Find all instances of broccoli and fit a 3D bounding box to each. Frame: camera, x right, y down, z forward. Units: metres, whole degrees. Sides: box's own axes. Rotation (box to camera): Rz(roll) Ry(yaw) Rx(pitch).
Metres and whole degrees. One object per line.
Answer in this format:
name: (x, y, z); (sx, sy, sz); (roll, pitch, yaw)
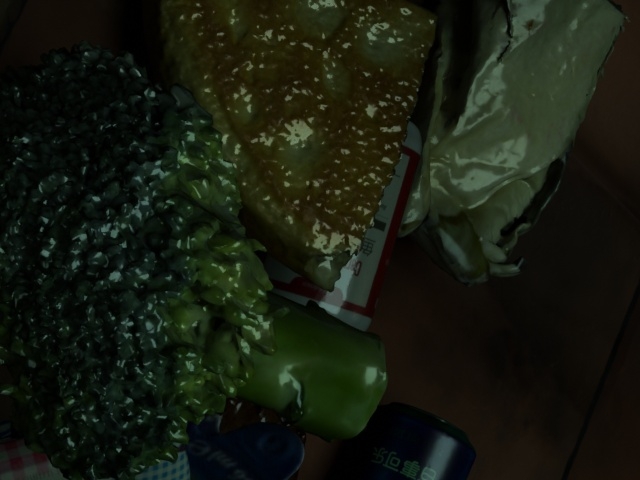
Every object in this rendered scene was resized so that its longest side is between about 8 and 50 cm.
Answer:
broccoli: (-0.099, 0.054, 1.254); (0.397, 0.275, 0.353); (54, 34, -19)

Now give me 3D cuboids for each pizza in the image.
pizza: (-0.056, -0.126, 1.452); (0.268, 0.087, 0.258); (27, 67, -17)

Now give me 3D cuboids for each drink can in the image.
drink can: (0.067, 0.269, 1.750); (0.118, 0.118, 0.205); (38, 71, -47)

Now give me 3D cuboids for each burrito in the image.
burrito: (0.157, -0.124, 1.733); (0.190, 0.135, 0.332); (33, 77, -44)

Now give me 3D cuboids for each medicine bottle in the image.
medicine bottle: (0.000, 0.000, 1.590); (0.131, 0.131, 0.250); (22, 83, -49)

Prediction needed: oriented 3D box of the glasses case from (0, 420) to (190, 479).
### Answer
glasses case: (-0.256, 0.199, 1.296); (0.327, 0.076, 0.125); (-13, 129, -12)

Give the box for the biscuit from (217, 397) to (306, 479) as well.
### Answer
biscuit: (-0.084, 0.205, 1.613); (0.192, 0.049, 0.192); (-18, 116, -42)

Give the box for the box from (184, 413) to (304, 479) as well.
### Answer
box: (-0.139, 0.287, 1.442); (0.291, 0.262, 0.206); (-31, 139, -31)
